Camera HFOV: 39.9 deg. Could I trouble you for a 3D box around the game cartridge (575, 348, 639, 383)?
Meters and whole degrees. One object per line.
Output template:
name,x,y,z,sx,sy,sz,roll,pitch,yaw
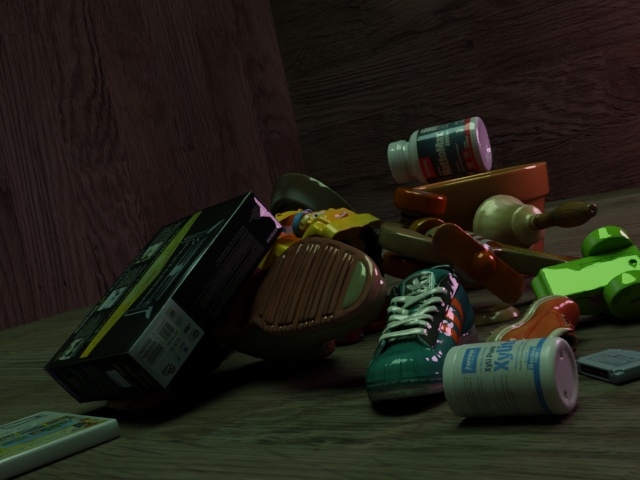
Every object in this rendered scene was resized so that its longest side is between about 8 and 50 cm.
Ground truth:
game cartridge,0.296,0.124,0.878,0.056,0.017,0.083,-17,4,-13

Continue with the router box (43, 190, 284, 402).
router box,-0.220,0.082,1.246,0.243,0.081,0.308,-16,32,47

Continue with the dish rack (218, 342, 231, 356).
dish rack,-0.164,0.062,1.518,0.074,0.271,0.208,7,8,5

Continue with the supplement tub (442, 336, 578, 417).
supplement tub,0.174,0.126,0.809,0.107,0.071,0.071,-10,4,33

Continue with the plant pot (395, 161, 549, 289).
plant pot,0.304,-0.024,1.690,0.291,0.203,0.291,-12,4,1

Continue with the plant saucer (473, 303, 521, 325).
plant saucer,0.252,0.108,1.297,0.084,0.015,0.083,-12,4,1

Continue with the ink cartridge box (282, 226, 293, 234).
ink cartridge box,-0.065,0.047,1.683,0.168,0.171,0.233,5,-1,-34

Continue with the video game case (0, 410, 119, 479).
video game case,-0.391,0.257,1.068,0.227,0.026,0.206,-14,4,-41

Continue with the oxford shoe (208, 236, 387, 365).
oxford shoe,-0.016,0.095,1.205,0.147,0.140,0.397,34,-23,-24

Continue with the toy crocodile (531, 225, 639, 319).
toy crocodile,0.442,0.035,1.129,0.341,0.105,0.115,-17,39,0

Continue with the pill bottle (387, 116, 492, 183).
pill bottle,0.226,-0.165,1.681,0.180,0.107,0.108,-11,4,23

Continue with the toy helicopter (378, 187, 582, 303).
toy helicopter,0.264,0.022,1.338,0.355,0.140,0.235,11,7,-1

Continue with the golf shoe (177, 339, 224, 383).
golf shoe,-0.241,0.181,1.354,0.198,0.077,0.094,-11,3,5

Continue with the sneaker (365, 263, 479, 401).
sneaker,0.112,0.100,1.028,0.108,0.121,0.302,-11,4,19

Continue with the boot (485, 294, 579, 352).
boot,0.263,0.106,0.993,0.085,0.059,0.158,-4,17,47

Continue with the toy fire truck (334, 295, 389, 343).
toy fire truck,0.108,0.117,1.384,0.192,0.047,0.135,-17,7,-43

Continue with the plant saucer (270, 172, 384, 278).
plant saucer,0.000,0.000,1.835,0.050,0.310,0.311,-41,17,-27

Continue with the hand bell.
hand bell,0.361,-0.030,1.422,0.126,0.126,0.242,-14,-1,-21

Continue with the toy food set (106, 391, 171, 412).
toy food set,-0.248,0.218,1.225,0.083,0.020,0.082,-11,3,20

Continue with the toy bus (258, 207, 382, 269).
toy bus,-0.029,0.021,1.444,0.211,0.220,0.149,38,31,29
